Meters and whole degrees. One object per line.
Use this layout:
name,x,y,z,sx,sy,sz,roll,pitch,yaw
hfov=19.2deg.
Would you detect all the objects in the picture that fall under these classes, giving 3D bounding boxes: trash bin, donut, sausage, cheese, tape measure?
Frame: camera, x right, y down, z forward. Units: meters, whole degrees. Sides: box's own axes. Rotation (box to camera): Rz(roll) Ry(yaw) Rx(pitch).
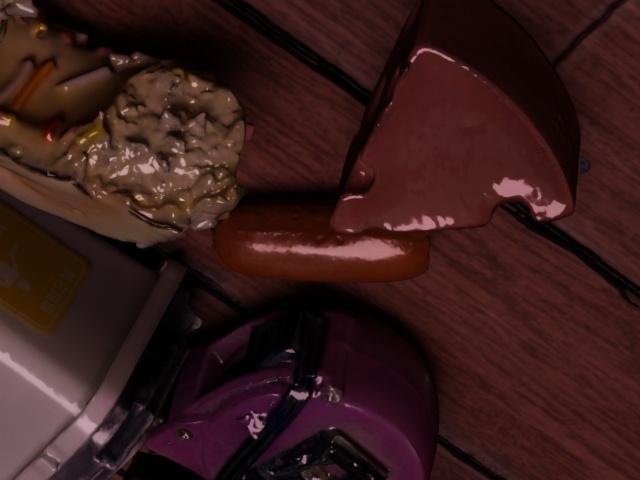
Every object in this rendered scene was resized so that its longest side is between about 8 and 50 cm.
trash bin,-0.332,0.082,1.685,0.367,0.256,0.296,38,127,-11
donut,-0.234,-0.145,1.482,0.307,0.150,0.371,8,153,43
sausage,0.000,0.000,1.657,0.197,0.076,0.076,3,128,10
cheese,0.127,-0.080,1.535,0.177,0.128,0.203,21,127,-5
tape measure,-0.015,0.177,1.745,0.231,0.149,0.245,40,128,-22

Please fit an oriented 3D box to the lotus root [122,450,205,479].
lotus root,-0.077,0.335,1.824,0.314,0.210,0.142,32,97,-18
